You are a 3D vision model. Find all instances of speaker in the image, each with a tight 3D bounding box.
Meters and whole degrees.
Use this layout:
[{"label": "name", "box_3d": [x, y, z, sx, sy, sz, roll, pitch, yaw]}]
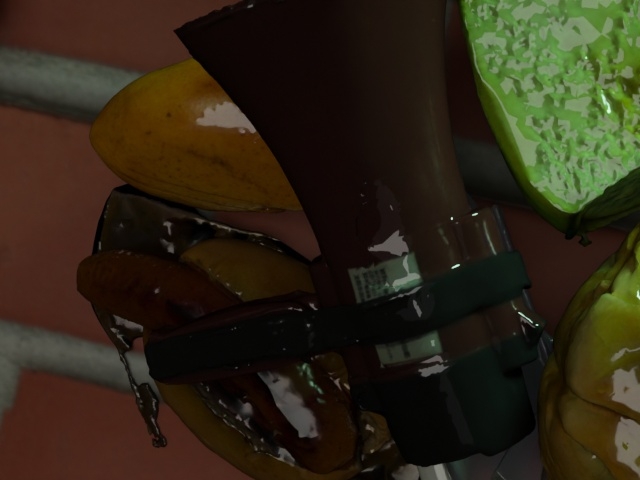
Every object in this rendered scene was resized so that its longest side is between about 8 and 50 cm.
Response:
[{"label": "speaker", "box_3d": [-0.001, -0.009, 1.170, 0.259, 0.198, 0.329, -12, 93, -5]}]

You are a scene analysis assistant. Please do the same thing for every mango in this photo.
[{"label": "mango", "box_3d": [-0.046, -0.081, 1.341, 0.252, 0.154, 0.126, 0, 82, 2]}]

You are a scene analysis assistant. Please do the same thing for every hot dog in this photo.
[{"label": "hot dog", "box_3d": [-0.064, 0.093, 1.358, 0.326, 0.107, 0.194, 23, 95, 15]}]

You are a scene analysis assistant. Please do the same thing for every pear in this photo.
[{"label": "pear", "box_3d": [0.216, -0.178, 1.258, 0.286, 0.176, 0.282, -35, 79, 7]}]

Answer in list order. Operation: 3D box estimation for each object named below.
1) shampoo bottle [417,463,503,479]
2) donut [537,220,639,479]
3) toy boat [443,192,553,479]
[{"label": "shampoo bottle", "box_3d": [0.132, 0.202, 1.313, 0.051, 0.108, 0.221, -26, 80, 58]}, {"label": "donut", "box_3d": [0.314, 0.129, 1.183, 0.360, 0.170, 0.360, 1, 84, -10]}, {"label": "toy boat", "box_3d": [0.133, 0.128, 1.268, 0.219, 0.072, 0.318, -36, 90, -30]}]
